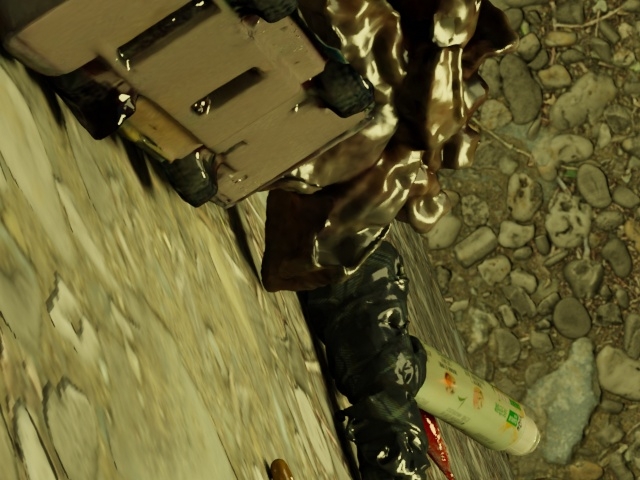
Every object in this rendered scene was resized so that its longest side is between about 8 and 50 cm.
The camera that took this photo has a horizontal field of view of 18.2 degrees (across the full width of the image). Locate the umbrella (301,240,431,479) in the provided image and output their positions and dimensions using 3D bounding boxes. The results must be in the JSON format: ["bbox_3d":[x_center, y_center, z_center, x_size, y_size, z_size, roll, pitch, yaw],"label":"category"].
[{"bbox_3d":[0.039,0.101,1.295,0.071,0.080,0.224,115,-29,-46],"label":"umbrella"}]

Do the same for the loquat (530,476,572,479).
[{"bbox_3d":[0.179,0.267,1.458,0.227,0.179,0.179,62,9,-67],"label":"loquat"}]

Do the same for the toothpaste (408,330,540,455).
[{"bbox_3d":[0.111,0.130,1.718,0.058,0.056,0.314,28,-4,36],"label":"toothpaste"}]

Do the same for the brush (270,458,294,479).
[{"bbox_3d":[0.011,0.180,0.968,0.043,0.014,0.170,-94,162,-77],"label":"brush"}]

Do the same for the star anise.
[{"bbox_3d":[0.030,-0.084,1.122,0.099,0.214,0.220,30,-38,41],"label":"star anise"}]

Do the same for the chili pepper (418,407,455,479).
[{"bbox_3d":[0.082,0.134,1.752,0.045,0.027,0.178,-45,114,-77],"label":"chili pepper"}]

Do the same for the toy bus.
[{"bbox_3d":[-0.066,-0.108,0.855,0.138,0.112,0.317,60,2,14],"label":"toy bus"}]
